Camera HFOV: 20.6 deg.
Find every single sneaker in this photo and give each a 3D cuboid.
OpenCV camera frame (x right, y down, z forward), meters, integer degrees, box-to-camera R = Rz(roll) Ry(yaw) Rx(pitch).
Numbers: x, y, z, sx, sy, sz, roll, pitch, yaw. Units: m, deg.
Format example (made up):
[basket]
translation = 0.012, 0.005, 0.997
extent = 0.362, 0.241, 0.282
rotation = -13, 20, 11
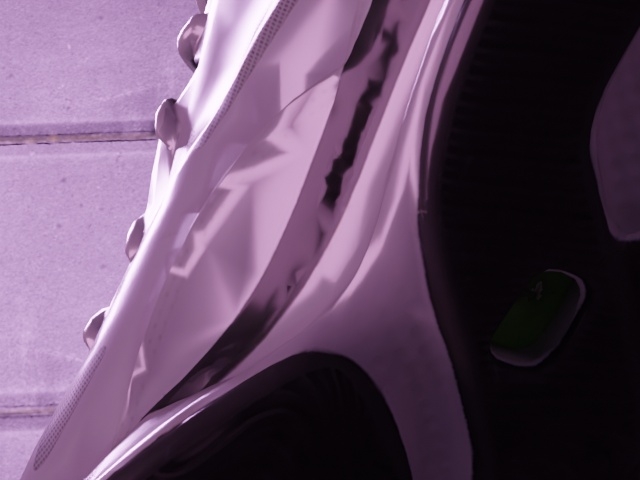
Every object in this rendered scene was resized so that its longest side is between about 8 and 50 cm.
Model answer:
[sneaker]
translation = 0.001, 0.000, 0.585
extent = 0.447, 0.169, 0.257
rotation = -56, 29, 19
